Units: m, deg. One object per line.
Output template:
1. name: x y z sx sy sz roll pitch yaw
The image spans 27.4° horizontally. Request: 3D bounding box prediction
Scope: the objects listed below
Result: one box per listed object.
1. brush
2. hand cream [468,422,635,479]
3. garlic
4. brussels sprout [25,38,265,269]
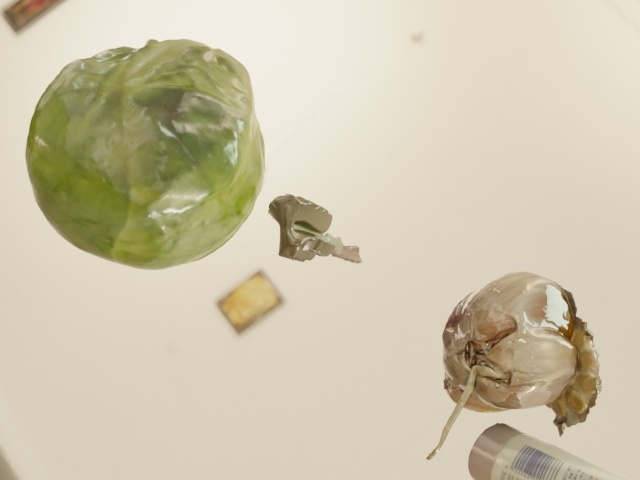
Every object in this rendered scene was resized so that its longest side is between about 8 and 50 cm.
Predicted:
1. brush: 0.000 0.000 1.839 0.301 0.071 0.084 23 57 -69
2. hand cream: 0.283 0.292 1.518 0.248 0.083 0.133 28 -62 48
3. garlic: 0.235 0.176 1.583 0.207 0.256 0.207 14 -38 11
4. brussels sprout: -0.160 -0.095 1.312 0.220 0.271 0.210 17 -41 10
